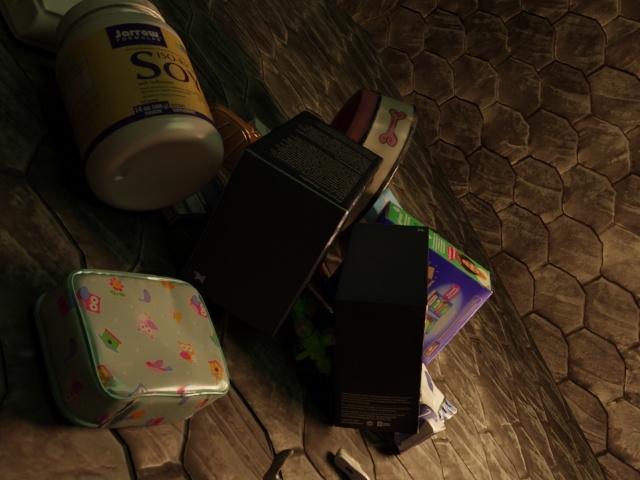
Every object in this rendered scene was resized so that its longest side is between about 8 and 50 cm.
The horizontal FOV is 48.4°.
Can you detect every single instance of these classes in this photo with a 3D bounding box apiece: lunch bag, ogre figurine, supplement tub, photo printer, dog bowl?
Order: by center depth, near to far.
[{"bbox_3d":[-0.266,0.151,1.036,0.279,0.107,0.224,16,42,-58],"label":"lunch bag"},{"bbox_3d":[-0.330,-0.247,1.269,0.241,0.241,0.331,16,45,-57],"label":"supplement tub"},{"bbox_3d":[-0.499,-0.478,1.414,0.256,0.107,0.307,62,23,13],"label":"photo printer"},{"bbox_3d":[-0.015,0.203,1.491,0.118,0.096,0.197,-100,-178,-67],"label":"ogre figurine"},{"bbox_3d":[0.082,-0.220,1.897,0.150,0.408,0.408,30,29,-13],"label":"dog bowl"}]

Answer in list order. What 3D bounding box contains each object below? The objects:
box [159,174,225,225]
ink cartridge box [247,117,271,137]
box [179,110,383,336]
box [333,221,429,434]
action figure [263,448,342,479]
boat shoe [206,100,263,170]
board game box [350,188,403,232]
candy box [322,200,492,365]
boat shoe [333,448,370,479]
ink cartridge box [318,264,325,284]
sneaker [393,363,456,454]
[{"bbox_3d":[-0.267,-0.099,1.461,0.137,0.036,0.225,61,24,10],"label":"box"},{"bbox_3d":[-0.128,-0.227,1.876,0.180,0.060,0.104,38,28,-36],"label":"ink cartridge box"},{"bbox_3d":[-0.061,-0.053,1.411,0.211,0.294,0.395,32,25,2],"label":"box"},{"bbox_3d":[0.134,0.173,1.518,0.343,0.178,0.313,-72,165,-63],"label":"box"},{"bbox_3d":[0.007,0.494,1.133,0.330,0.178,0.341,55,-6,-19],"label":"action figure"},{"bbox_3d":[-0.198,-0.230,1.704,0.307,0.110,0.105,48,18,-43],"label":"boat shoe"},{"bbox_3d":[0.187,0.006,1.963,0.242,0.064,0.316,57,-14,4],"label":"board game box"},{"bbox_3d":[0.211,0.107,1.743,0.317,0.268,0.122,35,23,-7],"label":"candy box"},{"bbox_3d":[0.066,0.447,1.396,0.100,0.035,0.035,45,27,-9],"label":"boat shoe"},{"bbox_3d":[0.000,0.000,1.767,0.145,0.045,0.179,-96,167,-49],"label":"ink cartridge box"},{"bbox_3d":[0.210,0.377,1.684,0.182,0.127,0.315,57,15,11],"label":"sneaker"}]
